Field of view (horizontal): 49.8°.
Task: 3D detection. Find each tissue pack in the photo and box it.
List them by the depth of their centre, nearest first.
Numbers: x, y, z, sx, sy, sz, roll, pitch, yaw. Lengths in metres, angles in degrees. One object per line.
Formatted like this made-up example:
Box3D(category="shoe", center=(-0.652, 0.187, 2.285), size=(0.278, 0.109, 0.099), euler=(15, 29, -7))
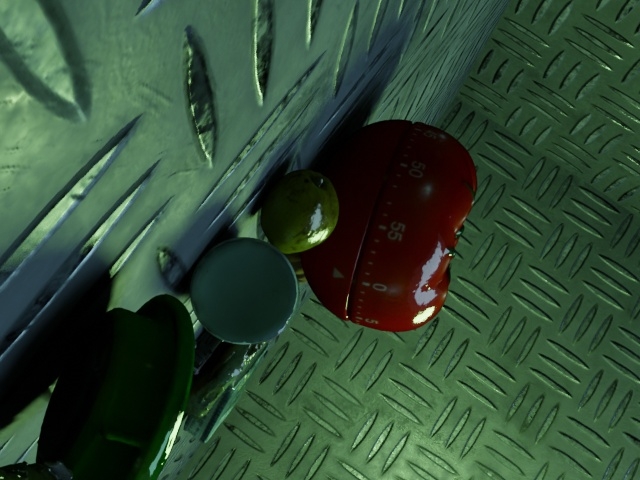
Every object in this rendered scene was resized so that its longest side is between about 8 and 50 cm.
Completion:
Box3D(category="tissue pack", center=(-0.239, 0.367, 1.734), size=(0.185, 0.081, 0.257), euler=(-48, 170, -51))

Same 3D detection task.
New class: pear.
Box3D(category="pear", center=(-0.028, -0.039, 0.946), size=(0.131, 0.107, 0.107), euler=(-49, 180, 40))

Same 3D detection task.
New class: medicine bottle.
Box3D(category="medicine bottle", center=(-0.092, 0.071, 0.900), size=(0.135, 0.135, 0.168), euler=(-54, 174, -8))

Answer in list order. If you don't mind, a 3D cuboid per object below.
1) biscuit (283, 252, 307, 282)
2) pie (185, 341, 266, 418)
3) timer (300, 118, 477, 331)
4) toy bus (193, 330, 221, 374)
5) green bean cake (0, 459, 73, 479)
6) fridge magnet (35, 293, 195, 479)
Box3D(category="biscuit", center=(-0.049, 0.026, 1.356), size=(0.183, 0.061, 0.118), euler=(3, 80, -84))
Box3D(category="pie", center=(-0.161, 0.208, 1.303), size=(0.302, 0.067, 0.302), euler=(-50, -175, 6))
Box3D(category="timer", center=(0.121, -0.030, 1.239), size=(0.378, 0.279, 0.377), euler=(19, 90, -79))
Box3D(category="toy bus", center=(-0.192, 0.175, 1.204), size=(0.130, 0.037, 0.052), euler=(-52, 179, -36))
Box3D(category="green bean cake", center=(-0.203, 0.261, 0.367), size=(0.156, 0.249, 0.247), euler=(-20, 169, -9))
Box3D(category="fridge magnet", center=(-0.172, 0.140, 0.582), size=(0.208, 0.088, 0.208), euler=(-42, -147, 35))
